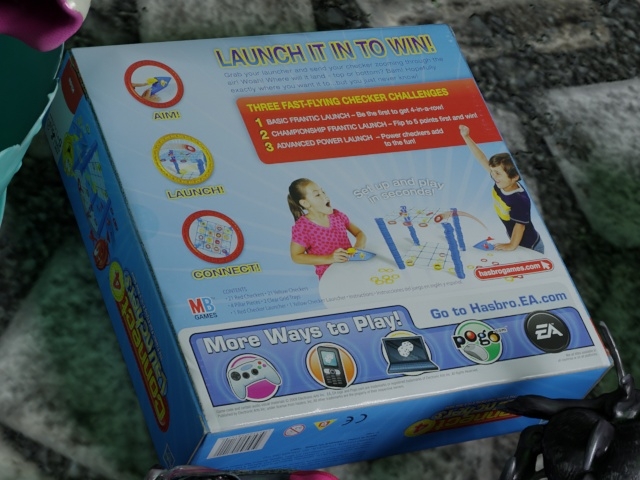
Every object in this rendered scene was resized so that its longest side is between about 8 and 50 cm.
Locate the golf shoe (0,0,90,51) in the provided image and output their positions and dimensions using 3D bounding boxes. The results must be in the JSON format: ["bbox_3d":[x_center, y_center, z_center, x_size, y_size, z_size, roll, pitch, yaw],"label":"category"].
[{"bbox_3d":[-0.265,-0.178,1.078,0.306,0.115,0.140,1,58,-23],"label":"golf shoe"}]

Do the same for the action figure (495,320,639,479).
[{"bbox_3d":[0.170,0.197,1.193,0.164,0.141,0.276,12,71,23],"label":"action figure"}]

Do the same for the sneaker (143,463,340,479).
[{"bbox_3d":[-0.122,0.179,1.113,0.299,0.112,0.121,-5,58,-26],"label":"sneaker"}]

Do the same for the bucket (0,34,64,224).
[{"bbox_3d":[-0.306,-0.083,1.180,0.281,0.183,0.281,12,53,-15],"label":"bucket"}]

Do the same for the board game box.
[{"bbox_3d":[0.000,0.000,1.316,0.308,0.086,0.302,-6,58,-27],"label":"board game box"}]
